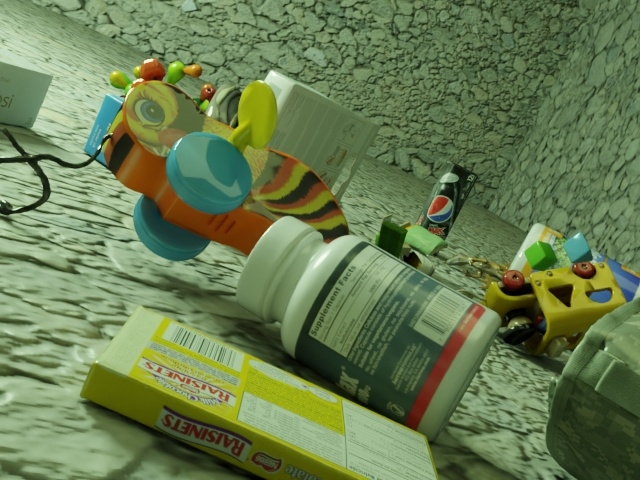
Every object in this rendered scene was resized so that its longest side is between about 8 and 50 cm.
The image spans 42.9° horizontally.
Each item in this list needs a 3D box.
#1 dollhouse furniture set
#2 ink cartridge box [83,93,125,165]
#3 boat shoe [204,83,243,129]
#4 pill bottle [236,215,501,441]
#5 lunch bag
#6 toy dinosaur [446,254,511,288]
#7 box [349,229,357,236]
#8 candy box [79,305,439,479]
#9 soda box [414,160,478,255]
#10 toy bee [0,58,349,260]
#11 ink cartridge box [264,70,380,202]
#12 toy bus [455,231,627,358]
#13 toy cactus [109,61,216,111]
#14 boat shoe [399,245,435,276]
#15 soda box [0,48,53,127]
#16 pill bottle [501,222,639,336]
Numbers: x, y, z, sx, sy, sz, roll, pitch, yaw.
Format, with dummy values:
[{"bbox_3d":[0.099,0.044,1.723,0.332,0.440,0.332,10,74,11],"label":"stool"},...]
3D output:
[{"bbox_3d":[0.136,-0.012,1.234,0.076,0.059,0.151,27,28,28],"label":"dollhouse furniture set"},{"bbox_3d":[-0.144,-0.080,0.943,0.231,0.078,0.134,32,12,28],"label":"ink cartridge box"},{"bbox_3d":[-0.110,-0.164,1.300,0.130,0.132,0.355,27,11,2],"label":"boat shoe"},{"bbox_3d":[0.032,0.059,0.611,0.180,0.108,0.108,30,11,17],"label":"pill bottle"},{"bbox_3d":[0.314,0.161,0.641,0.235,0.169,0.287,32,7,27],"label":"lunch bag"},{"bbox_3d":[0.327,0.066,1.442,0.211,0.064,0.112,29,9,13],"label":"toy dinosaur"},{"bbox_3d":[0.000,0.000,1.022,0.145,0.038,0.186,21,11,-33],"label":"box"},{"bbox_3d":[-0.026,0.103,0.469,0.205,0.027,0.105,26,13,-5],"label":"candy box"},{"bbox_3d":[0.226,-0.060,1.515,0.053,0.169,0.060,24,10,-9],"label":"soda box"},{"bbox_3d":[-0.110,-0.078,0.683,0.298,0.195,0.162,34,41,-42],"label":"toy bee"},{"bbox_3d":[-0.030,-0.118,1.132,0.056,0.181,0.224,37,14,31],"label":"ink cartridge box"},{"bbox_3d":[0.296,0.099,1.062,0.191,0.202,0.104,26,38,-45],"label":"toy bus"},{"bbox_3d":[-0.250,-0.224,1.370,0.218,0.112,0.180,7,-20,18],"label":"toy cactus"},{"bbox_3d":[0.139,0.023,1.268,0.035,0.035,0.100,23,17,-36],"label":"boat shoe"},{"bbox_3d":[-0.382,-0.173,0.839,0.073,0.069,0.216,30,11,18],"label":"soda box"},{"bbox_3d":[0.423,0.098,1.273,0.271,0.152,0.152,28,10,12],"label":"pill bottle"}]
